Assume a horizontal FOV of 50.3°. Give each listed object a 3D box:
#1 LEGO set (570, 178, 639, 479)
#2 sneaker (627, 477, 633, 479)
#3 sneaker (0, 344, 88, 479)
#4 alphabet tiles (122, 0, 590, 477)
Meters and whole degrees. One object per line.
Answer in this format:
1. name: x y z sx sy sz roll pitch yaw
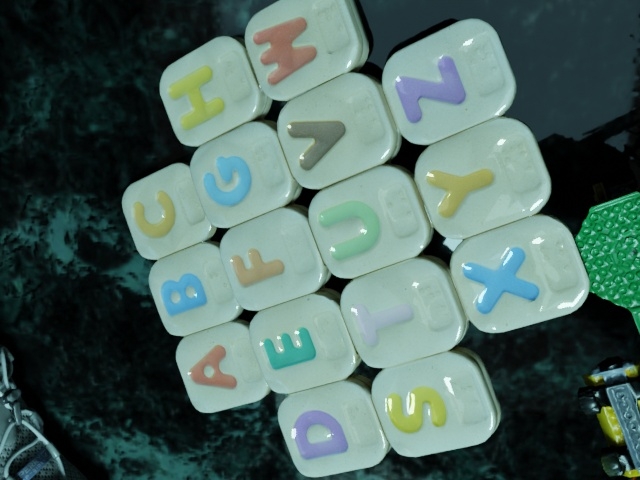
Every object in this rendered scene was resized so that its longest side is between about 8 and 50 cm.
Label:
1. LEGO set: 0.318 0.029 0.388 0.331 0.192 0.255 -31 81 25
2. sneaker: 0.225 0.325 0.475 0.108 0.169 0.292 14 108 4
3. sneaker: -0.261 0.132 0.497 0.281 0.105 0.115 43 107 -8
4. alphabet tiles: 0.000 0.000 0.417 0.278 0.021 0.284 -20 89 26
